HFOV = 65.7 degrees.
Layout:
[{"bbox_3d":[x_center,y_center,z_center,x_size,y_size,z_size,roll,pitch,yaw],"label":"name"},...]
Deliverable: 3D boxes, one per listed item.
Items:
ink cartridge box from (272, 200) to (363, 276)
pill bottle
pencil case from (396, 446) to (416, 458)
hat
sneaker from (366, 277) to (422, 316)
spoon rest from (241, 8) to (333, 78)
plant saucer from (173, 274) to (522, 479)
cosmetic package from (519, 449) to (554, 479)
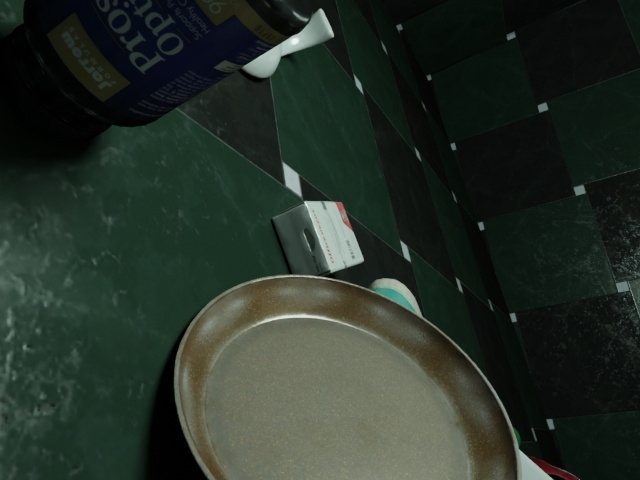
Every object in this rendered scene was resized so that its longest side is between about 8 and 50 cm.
[{"bbox_3d":[0.000,0.000,0.693,0.135,0.056,0.099,-8,77,-66],"label":"ink cartridge box"},{"bbox_3d":[-0.126,-0.159,0.359,0.123,0.219,0.122,47,31,-39],"label":"pill bottle"},{"bbox_3d":[0.038,0.293,0.380,0.273,0.114,0.124,-65,145,-58],"label":"pencil case"},{"bbox_3d":[0.414,0.417,1.055,0.208,0.184,0.173,49,30,-37],"label":"hat"},{"bbox_3d":[0.156,0.210,0.797,0.302,0.108,0.121,54,27,-12],"label":"sneaker"},{"bbox_3d":[-0.081,-0.334,0.809,0.276,0.084,0.137,-34,100,-53],"label":"spoon rest"},{"bbox_3d":[0.024,0.146,0.446,0.311,0.050,0.310,16,29,-9],"label":"plant saucer"},{"bbox_3d":[0.368,0.477,0.691,0.385,0.156,0.217,41,-7,39],"label":"cosmetic package"}]
